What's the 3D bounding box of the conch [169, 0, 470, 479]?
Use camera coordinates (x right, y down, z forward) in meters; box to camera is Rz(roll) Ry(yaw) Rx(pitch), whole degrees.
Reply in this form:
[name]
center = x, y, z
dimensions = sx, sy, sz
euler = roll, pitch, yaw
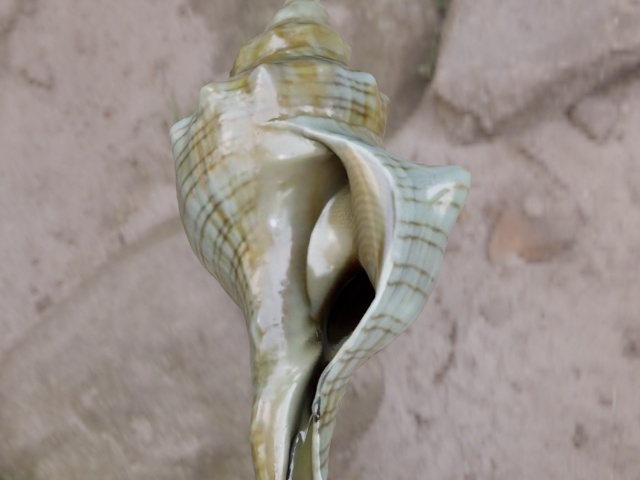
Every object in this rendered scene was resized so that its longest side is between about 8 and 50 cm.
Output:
[conch]
center = 0.010, 0.000, 1.287
dimensions = 0.203, 0.169, 0.386
euler = -29, 66, 40
